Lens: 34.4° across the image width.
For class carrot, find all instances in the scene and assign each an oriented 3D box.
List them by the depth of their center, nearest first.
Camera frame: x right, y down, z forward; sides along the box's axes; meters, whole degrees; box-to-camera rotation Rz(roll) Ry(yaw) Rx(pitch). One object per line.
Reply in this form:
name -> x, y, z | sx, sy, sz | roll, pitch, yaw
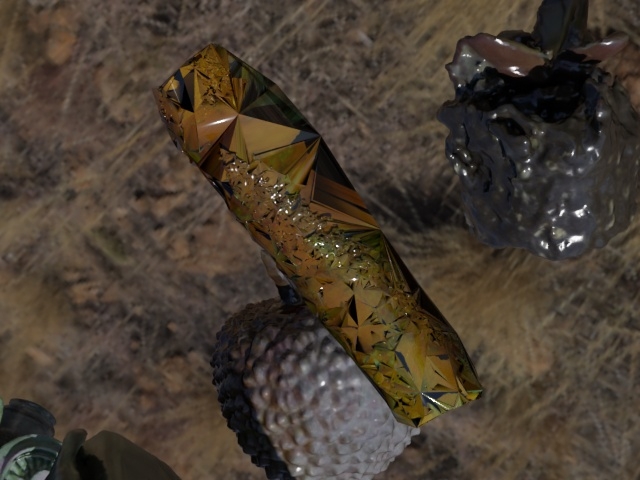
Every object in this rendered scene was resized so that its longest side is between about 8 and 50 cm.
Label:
carrot -> -0.001, 0.000, 0.542 | 0.228, 0.069, 0.069 | 53, 154, -7

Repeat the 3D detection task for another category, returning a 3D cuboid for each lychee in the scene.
lychee -> 0.000, 0.093, 0.763 | 0.165, 0.165, 0.197 | 5, 110, 51

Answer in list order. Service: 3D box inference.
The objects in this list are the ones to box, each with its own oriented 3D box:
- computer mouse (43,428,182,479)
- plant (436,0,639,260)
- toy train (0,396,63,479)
computer mouse -> -0.108, 0.267, 0.619 | 0.228, 0.145, 0.429 | 51, 175, -21
plant -> 0.215, -0.107, 0.983 | 0.178, 0.204, 0.234 | 17, 123, 38
toy train -> -0.363, 0.264, 0.909 | 0.249, 0.307, 0.173 | 35, 141, -23
